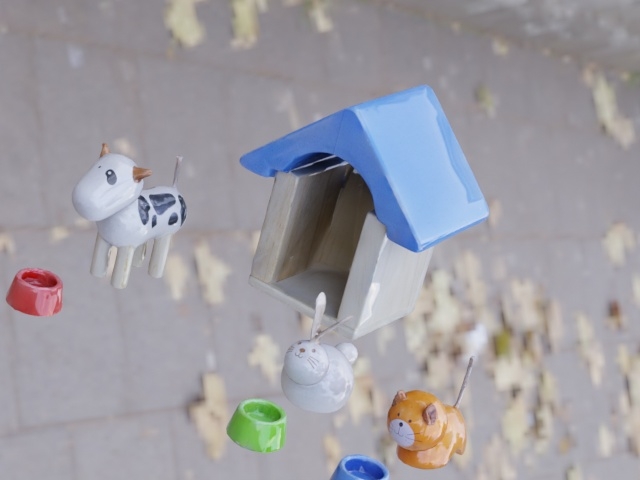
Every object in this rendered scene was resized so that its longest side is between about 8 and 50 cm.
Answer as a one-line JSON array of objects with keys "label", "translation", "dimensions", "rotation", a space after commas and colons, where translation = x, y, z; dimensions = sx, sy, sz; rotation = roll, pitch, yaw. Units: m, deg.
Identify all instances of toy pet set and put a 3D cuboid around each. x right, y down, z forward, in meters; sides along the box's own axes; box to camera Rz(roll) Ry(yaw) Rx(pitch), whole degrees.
[{"label": "toy pet set", "translation": [0.000, 0.000, 0.509], "dimensions": [0.114, 0.122, 0.065], "rotation": [-22, 134, -54]}]
